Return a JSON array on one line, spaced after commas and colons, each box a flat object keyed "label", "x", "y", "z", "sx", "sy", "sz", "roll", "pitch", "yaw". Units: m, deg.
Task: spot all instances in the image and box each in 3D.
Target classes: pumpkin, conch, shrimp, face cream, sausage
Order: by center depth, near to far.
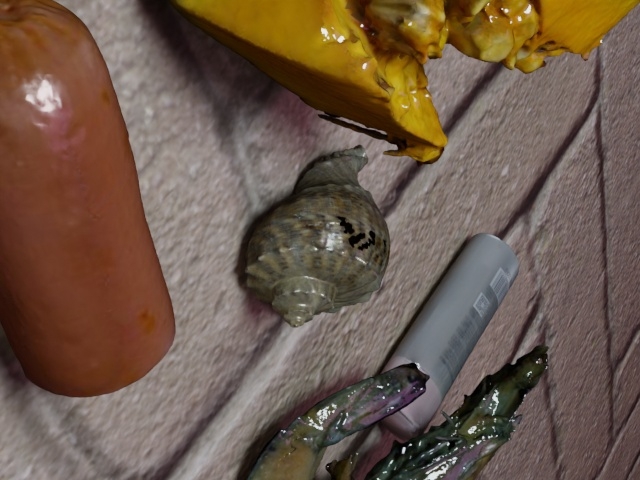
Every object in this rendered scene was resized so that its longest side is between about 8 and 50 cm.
[{"label": "sausage", "x": -0.166, "y": -0.022, "z": 0.576, "sx": 0.113, "sy": 0.114, "sz": 0.259, "roll": -42, "pitch": 136, "yaw": -38}, {"label": "pumpkin", "x": 0.062, "y": -0.212, "z": 0.662, "sx": 0.303, "sy": 0.256, "sz": 0.225, "roll": -39, "pitch": 161, "yaw": 14}, {"label": "conch", "x": 0.000, "y": 0.000, "z": 0.863, "sx": 0.155, "sy": 0.130, "sz": 0.207, "roll": 119, "pitch": -12, "yaw": -53}, {"label": "shrimp", "x": 0.080, "y": 0.227, "z": 1.000, "sx": 0.445, "sy": 0.085, "sz": 0.272, "roll": -34, "pitch": 126, "yaw": -17}, {"label": "face cream", "x": 0.155, "y": 0.115, "z": 1.138, "sx": 0.269, "sy": 0.073, "sz": 0.107, "roll": -54, "pitch": 136, "yaw": -26}]
